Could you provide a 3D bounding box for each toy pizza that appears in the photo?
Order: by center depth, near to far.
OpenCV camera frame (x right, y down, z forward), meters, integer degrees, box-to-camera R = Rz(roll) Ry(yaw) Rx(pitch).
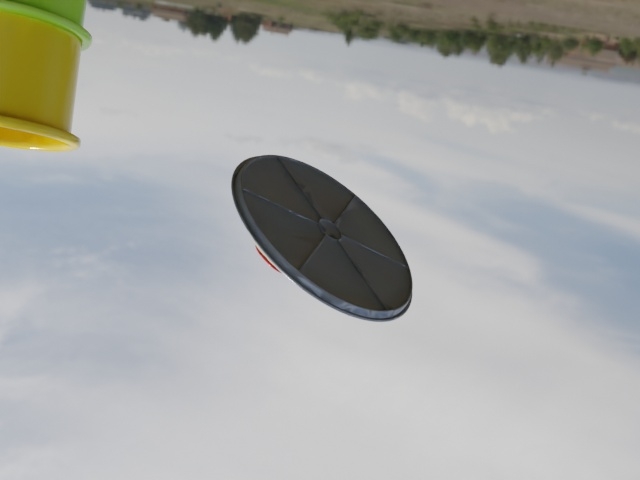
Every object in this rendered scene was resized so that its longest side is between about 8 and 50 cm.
[{"bbox_3d":[0.000,0.000,0.772,0.201,0.032,0.201,30,-151,-19],"label":"toy pizza"}]

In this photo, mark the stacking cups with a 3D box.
[{"bbox_3d":[-0.173,-0.215,0.495,0.096,0.316,0.096,5,177,0],"label":"stacking cups"}]
